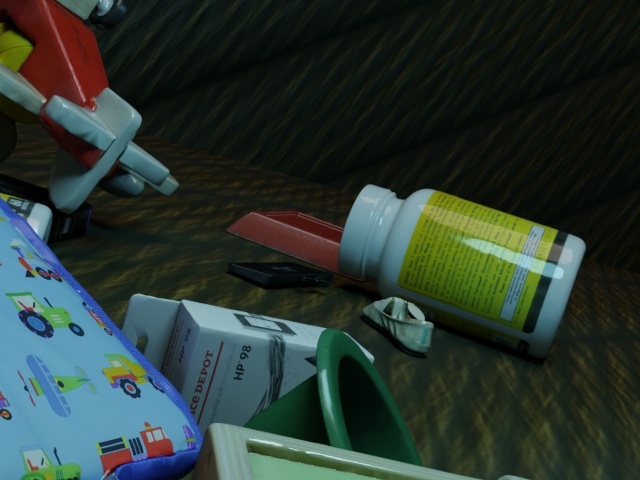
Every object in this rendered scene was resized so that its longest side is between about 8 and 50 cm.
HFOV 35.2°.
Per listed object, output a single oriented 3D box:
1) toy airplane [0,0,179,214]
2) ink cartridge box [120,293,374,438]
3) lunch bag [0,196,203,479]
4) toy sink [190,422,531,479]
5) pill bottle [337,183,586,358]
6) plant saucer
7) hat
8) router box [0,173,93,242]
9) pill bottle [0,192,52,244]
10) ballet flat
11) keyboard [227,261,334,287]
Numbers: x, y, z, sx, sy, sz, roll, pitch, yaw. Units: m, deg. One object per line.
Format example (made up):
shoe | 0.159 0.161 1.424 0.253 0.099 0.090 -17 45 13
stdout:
toy airplane | -0.361 -0.171 1.297 0.386 0.272 0.384 53 15 -8
ink cartridge box | -0.063 0.110 0.754 0.180 0.104 0.060 13 11 -25
lunch bag | -0.218 0.079 0.629 0.293 0.138 0.221 32 11 26
toy sink | 0.053 0.180 0.438 0.234 0.131 0.153 16 9 -13
pill bottle | 0.204 0.034 1.494 0.334 0.188 0.188 20 9 14
plant saucer | 0.000 0.000 1.787 0.259 0.047 0.258 19 8 18
hat | -0.044 0.159 0.602 0.208 0.184 0.173 58 14 -33
router box | -0.400 -0.050 1.296 0.179 0.046 0.133 19 8 7
pill bottle | -0.343 0.001 0.848 0.209 0.119 0.119 15 9 -12
ballet flat | 0.106 0.102 1.319 0.057 0.052 0.168 13 9 -24
keyboard | -0.044 0.052 1.446 0.108 0.023 0.180 15 7 28
